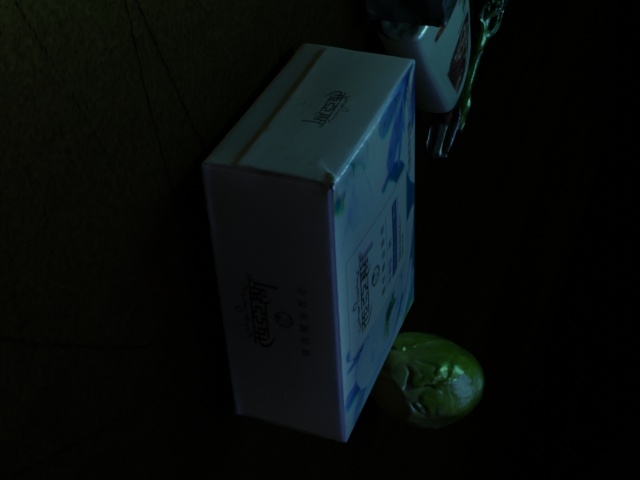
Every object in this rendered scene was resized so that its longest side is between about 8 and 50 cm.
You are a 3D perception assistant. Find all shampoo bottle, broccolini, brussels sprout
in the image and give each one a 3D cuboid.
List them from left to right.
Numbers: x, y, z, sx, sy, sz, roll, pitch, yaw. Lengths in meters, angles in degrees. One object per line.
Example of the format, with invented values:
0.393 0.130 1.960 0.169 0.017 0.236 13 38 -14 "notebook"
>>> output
0.134 0.181 1.397 0.155 0.155 0.117 -46 143 -58 "brussels sprout"
0.133 -0.207 1.273 0.284 0.071 0.153 64 42 -58 "shampoo bottle"
0.233 -0.268 1.563 0.071 0.057 0.254 22 72 -27 "broccolini"

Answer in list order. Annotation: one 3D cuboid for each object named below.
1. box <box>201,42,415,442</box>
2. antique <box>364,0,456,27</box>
0.002 0.001 0.944 0.203 0.116 0.274 -56 151 -47 "box"
0.085 -0.305 1.059 0.183 0.086 0.088 75 31 -53 "antique"
